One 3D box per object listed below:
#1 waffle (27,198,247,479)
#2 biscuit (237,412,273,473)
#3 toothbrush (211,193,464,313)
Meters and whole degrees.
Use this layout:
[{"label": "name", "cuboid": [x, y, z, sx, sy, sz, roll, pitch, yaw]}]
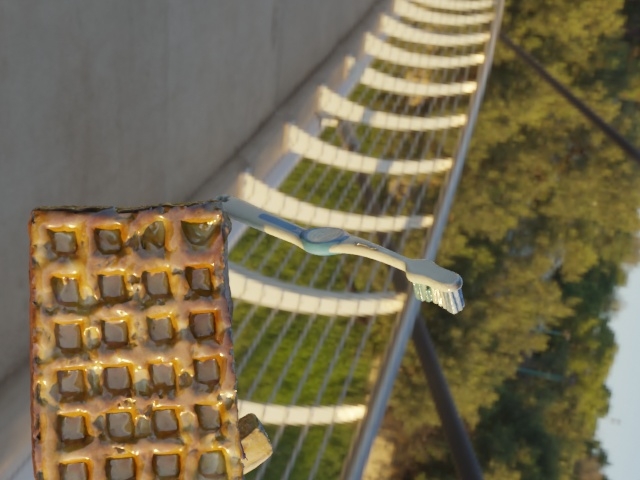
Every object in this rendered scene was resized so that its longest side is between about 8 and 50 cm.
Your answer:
[{"label": "waffle", "cuboid": [-0.189, 0.111, 0.993, 0.091, 0.213, 0.308, 158, -71, -78]}, {"label": "biscuit", "cuboid": [-0.146, 0.293, 1.203, 0.056, 0.188, 0.052, 57, -2, -28]}, {"label": "toothbrush", "cuboid": [-0.001, -0.004, 0.973, 0.040, 0.386, 0.040, -16, 116, -37]}]
